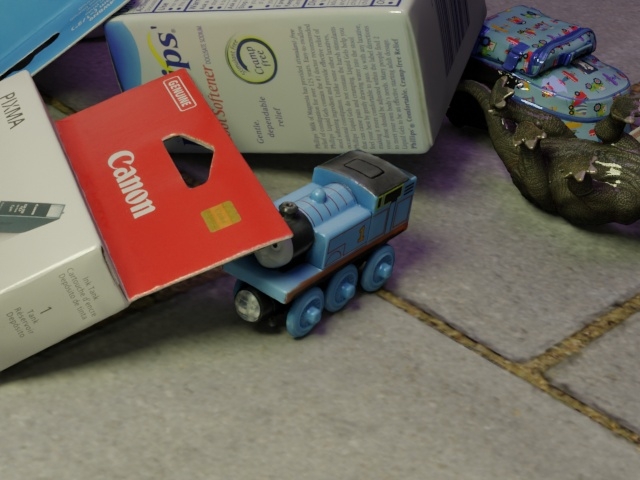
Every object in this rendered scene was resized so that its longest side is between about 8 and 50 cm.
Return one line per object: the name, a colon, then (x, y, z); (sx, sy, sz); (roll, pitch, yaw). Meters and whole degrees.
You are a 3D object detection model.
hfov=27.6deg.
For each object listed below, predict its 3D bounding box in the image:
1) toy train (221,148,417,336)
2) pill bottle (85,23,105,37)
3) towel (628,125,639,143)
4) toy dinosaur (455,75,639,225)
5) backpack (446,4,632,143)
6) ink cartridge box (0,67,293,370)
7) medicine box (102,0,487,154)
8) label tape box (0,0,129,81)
toy train: (0.000, 0.000, 1.022); (0.080, 0.105, 0.184); (26, 34, 29)
pill bottle: (-0.302, -0.346, 1.504); (0.146, 0.146, 0.264); (-7, 33, -26)
towel: (0.387, -0.071, 1.197); (0.197, 0.029, 0.144); (25, -11, -3)
toy dinosaur: (0.228, -0.064, 1.188); (0.314, 0.160, 0.121); (13, 62, 32)
backpack: (0.240, -0.157, 1.347); (0.173, 0.116, 0.158); (31, 36, 32)
ink cartridge box: (-0.193, -0.045, 0.998); (0.261, 0.066, 0.296); (-26, 38, -7)
medicine box: (-0.014, -0.213, 1.238); (0.289, 0.149, 0.263); (1, 38, 20)
label tape box: (-0.334, -0.264, 1.254); (0.249, 0.115, 0.347); (-37, 37, 6)
